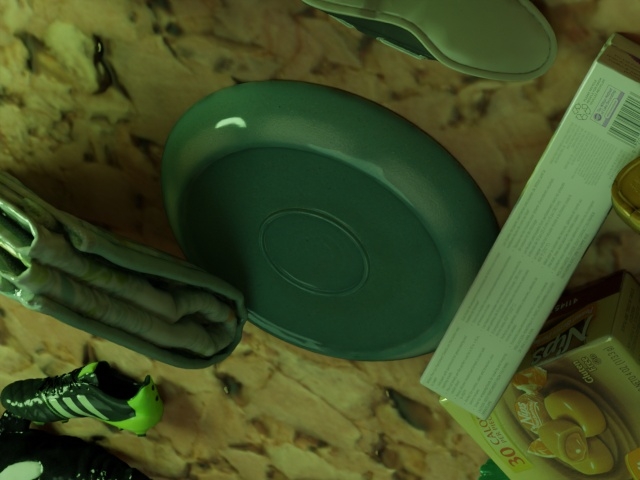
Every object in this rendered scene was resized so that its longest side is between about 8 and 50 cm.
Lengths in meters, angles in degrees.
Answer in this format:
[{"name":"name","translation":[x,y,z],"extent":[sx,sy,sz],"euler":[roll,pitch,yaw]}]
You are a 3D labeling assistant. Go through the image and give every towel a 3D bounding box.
[{"name":"towel","translation":[-0.259,-0.009,1.477],"extent":[0.320,0.090,0.374],"euler":[26,176,22]}]

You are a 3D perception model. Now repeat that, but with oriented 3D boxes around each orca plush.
[{"name":"orca plush","translation":[-0.314,0.224,1.890],"extent":[0.287,0.151,0.102],"euler":[2,102,31]}]

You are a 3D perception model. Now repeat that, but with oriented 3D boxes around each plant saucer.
[{"name":"plant saucer","translation":[0.000,0.000,1.528],"extent":[0.317,0.044,0.318],"euler":[16,139,14]}]

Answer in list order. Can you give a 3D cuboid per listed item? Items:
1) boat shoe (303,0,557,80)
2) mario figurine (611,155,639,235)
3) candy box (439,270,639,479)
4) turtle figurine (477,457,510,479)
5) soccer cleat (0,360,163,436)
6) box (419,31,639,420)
[{"name":"boat shoe","translation":[0.075,-0.172,1.310],"extent":[0.206,0.075,0.065],"euler":[20,-178,1]},{"name":"mario figurine","translation":[0.336,0.032,1.319],"extent":[0.198,0.170,0.320],"euler":[4,143,45]},{"name":"candy box","translation":[0.272,0.187,1.530],"extent":[0.183,0.087,0.316],"euler":[-25,118,37]},{"name":"turtle figurine","translation":[0.203,0.323,1.703],"extent":[0.175,0.118,0.234],"euler":[48,159,47]},{"name":"soccer cleat","translation":[-0.245,0.153,1.815],"extent":[0.178,0.060,0.072],"euler":[5,125,16]},{"name":"box","translation":[0.172,-0.005,1.344],"extent":[0.067,0.063,0.324],"euler":[29,124,8]}]
